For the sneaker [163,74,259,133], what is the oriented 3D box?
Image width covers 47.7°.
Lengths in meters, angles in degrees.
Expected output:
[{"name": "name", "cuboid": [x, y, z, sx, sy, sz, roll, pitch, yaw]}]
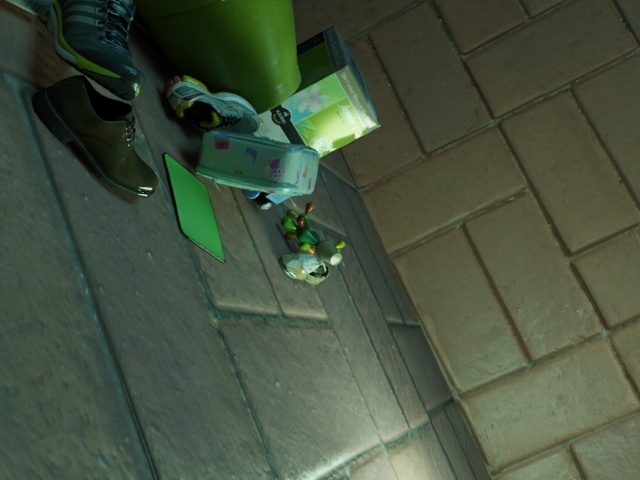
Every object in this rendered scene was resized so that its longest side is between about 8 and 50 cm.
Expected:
[{"name": "sneaker", "cuboid": [-0.221, -0.259, 1.503, 0.225, 0.088, 0.093, 12, 43, -41]}]

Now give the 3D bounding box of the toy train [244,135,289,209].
[{"name": "toy train", "cuboid": [-0.134, -0.163, 1.691, 0.080, 0.105, 0.184, 37, 29, -64]}]

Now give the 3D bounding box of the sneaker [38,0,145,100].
[{"name": "sneaker", "cuboid": [-0.323, -0.312, 1.056, 0.111, 0.121, 0.300, 31, 15, -51]}]

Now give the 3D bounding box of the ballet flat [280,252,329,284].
[{"name": "ballet flat", "cuboid": [-0.031, 0.060, 1.738, 0.073, 0.067, 0.206, 68, 14, 15]}]

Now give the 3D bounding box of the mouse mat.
[{"name": "mouse mat", "cuboid": [-0.230, -0.060, 1.327, 0.152, 0.007, 0.190, 43, 24, -56]}]

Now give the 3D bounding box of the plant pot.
[{"name": "plant pot", "cuboid": [-0.203, -0.469, 1.583, 0.366, 0.366, 0.353, -99, 169, -54]}]

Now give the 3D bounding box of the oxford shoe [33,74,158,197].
[{"name": "oxford shoe", "cuboid": [-0.295, -0.144, 1.041, 0.227, 0.096, 0.083, 52, 15, -47]}]

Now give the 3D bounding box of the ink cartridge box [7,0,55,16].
[{"name": "ink cartridge box", "cuboid": [-0.477, -0.408, 1.018, 0.179, 0.045, 0.145, 46, 11, 10]}]

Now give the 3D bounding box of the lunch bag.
[{"name": "lunch bag", "cuboid": [-0.127, -0.159, 1.493, 0.279, 0.224, 0.108, -22, 123, -79]}]

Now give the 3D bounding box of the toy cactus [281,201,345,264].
[{"name": "toy cactus", "cuboid": [0.000, 0.000, 1.824, 0.180, 0.112, 0.219, 41, -3, 46]}]

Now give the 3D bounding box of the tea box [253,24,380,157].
[{"name": "tea box", "cuboid": [-0.032, -0.412, 2.109, 0.220, 0.323, 0.329, 55, 16, -33]}]
